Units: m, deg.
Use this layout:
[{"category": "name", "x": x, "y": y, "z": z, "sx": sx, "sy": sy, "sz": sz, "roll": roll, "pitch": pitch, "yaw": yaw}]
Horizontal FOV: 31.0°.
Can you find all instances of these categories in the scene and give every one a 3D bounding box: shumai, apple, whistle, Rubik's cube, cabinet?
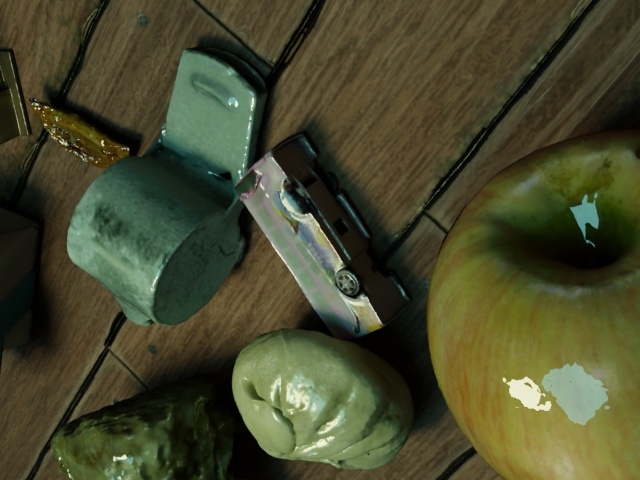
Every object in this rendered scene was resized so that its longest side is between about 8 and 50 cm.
[{"category": "shumai", "x": -0.226, "y": 0.370, "z": 1.734, "sx": 0.330, "sy": 0.292, "sz": 0.288, "roll": 165, "pitch": 87, "yaw": -76}, {"category": "apple", "x": 0.304, "y": 0.099, "z": 1.184, "sx": 0.391, "sy": 0.391, "sz": 0.346, "roll": 0, "pitch": 136, "yaw": 34}, {"category": "whistle", "x": -0.190, "y": -0.062, "z": 1.600, "sx": 0.168, "sy": 0.188, "sz": 0.404, "roll": 33, "pitch": 95, "yaw": 22}, {"category": "Rubik's cube", "x": -0.641, "y": 0.087, "z": 1.853, "sx": 0.358, "sy": 0.368, "sz": 0.387, "roll": 41, "pitch": 133, "yaw": 33}, {"category": "cabinet", "x": -0.592, "y": -0.201, "z": 1.771, "sx": 0.215, "sy": 0.175, "sz": 0.148, "roll": 7, "pitch": 117, "yaw": 31}]

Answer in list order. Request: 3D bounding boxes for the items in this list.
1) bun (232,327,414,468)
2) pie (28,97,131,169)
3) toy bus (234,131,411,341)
[{"category": "bun", "x": -0.001, "y": 0.225, "z": 1.558, "sx": 0.259, "sy": 0.160, "sz": 0.259, "roll": 14, "pitch": 151, "yaw": 8}, {"category": "pie", "x": -0.353, "y": -0.151, "z": 1.728, "sx": 0.191, "sy": 0.033, "sz": 0.088, "roll": 28, "pitch": 142, "yaw": 18}, {"category": "toy bus", "x": 0.000, "y": 0.000, "z": 1.527, "sx": 0.112, "sy": 0.090, "sz": 0.274, "roll": -30, "pitch": 95, "yaw": 42}]
